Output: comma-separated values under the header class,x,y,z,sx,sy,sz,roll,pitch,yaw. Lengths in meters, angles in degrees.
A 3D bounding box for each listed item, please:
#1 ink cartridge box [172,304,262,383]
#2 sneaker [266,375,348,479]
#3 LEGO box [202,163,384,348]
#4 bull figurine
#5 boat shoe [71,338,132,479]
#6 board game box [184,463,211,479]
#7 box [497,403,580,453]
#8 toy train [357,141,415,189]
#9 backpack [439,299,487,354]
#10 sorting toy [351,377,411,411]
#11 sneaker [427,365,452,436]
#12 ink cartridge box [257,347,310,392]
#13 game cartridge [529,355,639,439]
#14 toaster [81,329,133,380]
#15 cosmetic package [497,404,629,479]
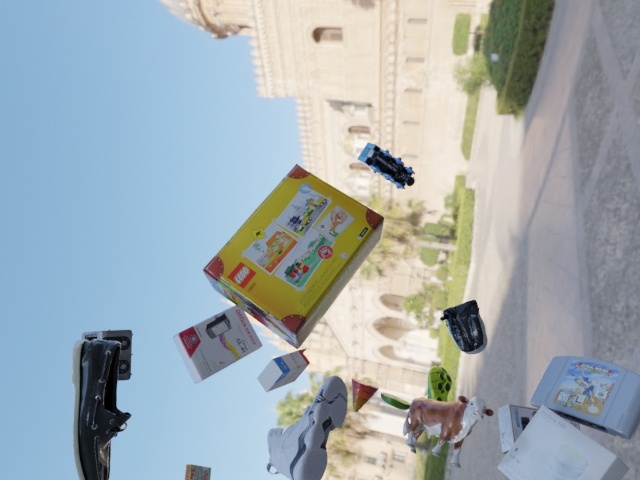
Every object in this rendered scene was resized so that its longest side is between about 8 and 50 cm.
class,x,y,z,sx,sy,sz,roll,pitch,yaw
ink cartridge box,-0.439,0.437,2.206,0.306,0.226,0.131,-26,-7,-31
sneaker,-0.052,0.612,1.698,0.137,0.210,0.365,46,-128,-32
LEGO box,-0.079,0.045,1.737,0.500,0.373,0.193,-51,-17,-20
bull figurine,0.358,0.537,1.495,0.310,0.101,0.188,-21,36,60
boat shoe,-0.490,0.391,1.175,0.127,0.113,0.339,107,154,-70
board game box,-0.562,1.107,2.374,0.259,0.039,0.124,72,-164,-62
box,0.825,0.723,1.929,0.087,0.290,0.169,112,167,-54
toy train,0.201,-0.219,1.532,0.080,0.184,0.105,-57,29,7
backpack,0.545,0.326,1.897,0.115,0.152,0.182,25,-137,-52
sorting toy,0.257,0.666,2.024,0.127,0.366,0.126,29,-100,-53
sneaker,0.466,0.649,2.092,0.123,0.110,0.295,124,161,-49
ink cartridge box,-0.138,0.537,2.149,0.231,0.078,0.134,-3,-44,-54
game cartridge,0.783,0.440,1.503,0.062,0.297,0.198,43,-110,-26
toaster,-0.713,0.379,1.711,0.110,0.186,0.168,10,-105,-46
cosmetic package,0.654,0.616,1.398,0.224,0.224,0.138,-51,-52,-5
